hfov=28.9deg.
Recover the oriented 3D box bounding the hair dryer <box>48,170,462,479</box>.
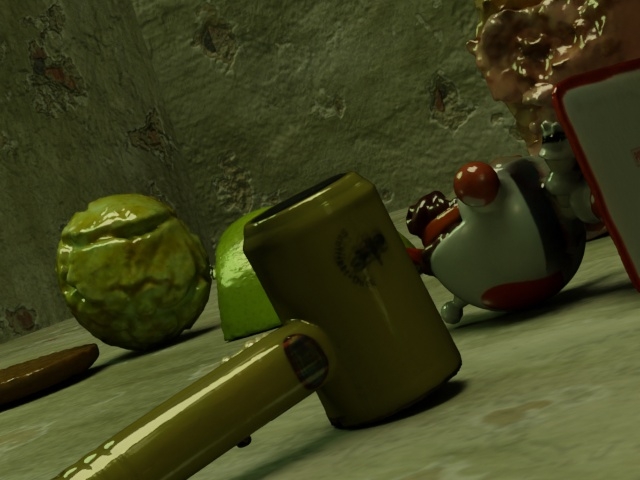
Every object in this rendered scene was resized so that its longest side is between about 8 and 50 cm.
[{"bbox_3d":[-0.048,0.074,0.687,0.279,0.135,0.090,-32,9,-35],"label":"hair dryer"}]

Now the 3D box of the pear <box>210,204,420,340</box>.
[{"bbox_3d":[0.005,0.017,1.551,0.239,0.139,0.288,-9,6,13],"label":"pear"}]

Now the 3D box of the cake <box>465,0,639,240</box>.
[{"bbox_3d":[0.354,-0.182,1.346,0.314,0.306,0.293,-17,6,25],"label":"cake"}]

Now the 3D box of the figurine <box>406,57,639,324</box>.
[{"bbox_3d":[0.160,-0.014,0.951,0.226,0.160,0.183,-26,-5,41],"label":"figurine"}]

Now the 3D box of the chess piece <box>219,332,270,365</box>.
[{"bbox_3d":[-0.047,0.097,1.122,0.092,0.035,0.035,-22,3,-9],"label":"chess piece"}]

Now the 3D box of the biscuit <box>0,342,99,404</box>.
[{"bbox_3d":[-0.410,0.190,1.613,0.262,0.037,0.262,-18,3,1],"label":"biscuit"}]

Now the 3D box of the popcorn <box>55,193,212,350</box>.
[{"bbox_3d":[-0.259,0.042,1.701,0.204,0.221,0.183,-20,-21,-29],"label":"popcorn"}]
